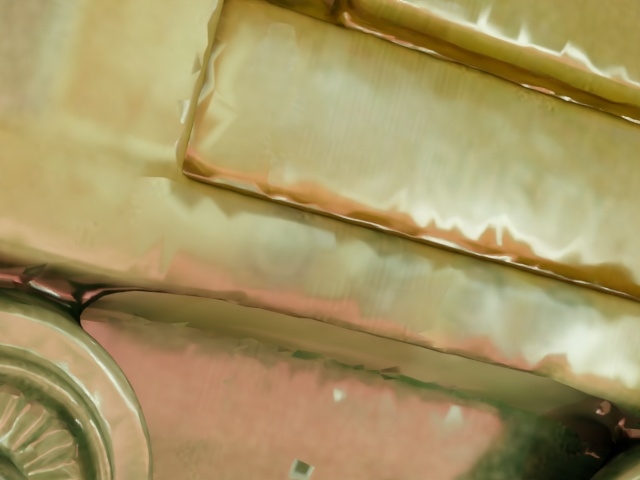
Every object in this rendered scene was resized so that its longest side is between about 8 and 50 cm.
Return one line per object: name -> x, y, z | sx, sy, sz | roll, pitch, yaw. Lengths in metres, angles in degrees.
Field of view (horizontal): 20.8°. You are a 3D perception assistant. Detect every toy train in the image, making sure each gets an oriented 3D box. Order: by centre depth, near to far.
toy train -> 0.000, 0.000, 0.479 | 0.397, 0.253, 0.160 | 15, 178, -27
